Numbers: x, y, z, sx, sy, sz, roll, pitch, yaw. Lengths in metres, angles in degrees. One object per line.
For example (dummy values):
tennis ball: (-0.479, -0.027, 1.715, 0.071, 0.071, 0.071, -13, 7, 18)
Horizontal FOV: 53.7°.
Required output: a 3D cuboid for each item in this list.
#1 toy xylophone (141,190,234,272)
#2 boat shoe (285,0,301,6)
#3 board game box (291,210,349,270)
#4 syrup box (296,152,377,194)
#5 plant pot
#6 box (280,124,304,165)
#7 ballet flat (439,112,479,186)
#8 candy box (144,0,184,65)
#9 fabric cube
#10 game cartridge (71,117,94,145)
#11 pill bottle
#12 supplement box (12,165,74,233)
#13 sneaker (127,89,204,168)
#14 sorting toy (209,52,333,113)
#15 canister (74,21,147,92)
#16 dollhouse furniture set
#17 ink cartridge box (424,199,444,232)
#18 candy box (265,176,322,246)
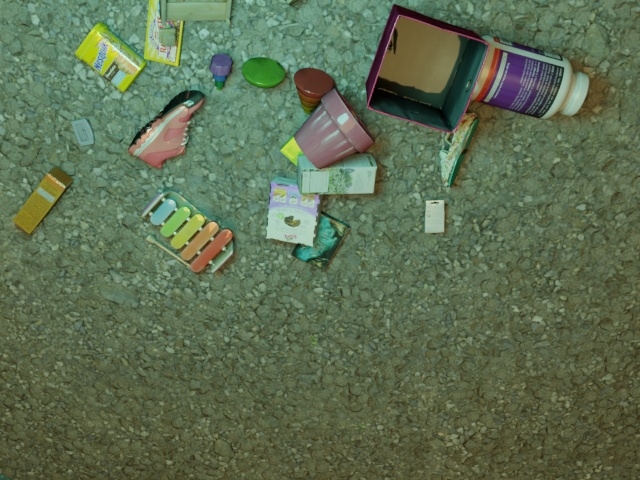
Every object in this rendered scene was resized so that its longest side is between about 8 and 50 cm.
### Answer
toy xylophone: (-0.448, -0.015, 2.110, 0.322, 0.081, 0.236, 33, 114, -12)
boat shoe: (0.021, -0.716, 1.739, 0.257, 0.095, 0.095, -34, 116, 17)
board game box: (0.000, 0.000, 2.124, 0.126, 0.026, 0.186, 26, 114, -9)
syrup box: (0.049, -0.206, 1.956, 0.237, 0.096, 0.093, -3, 126, -9)
plant pot: (0.030, -0.309, 1.836, 0.180, 0.201, 0.201, -37, 109, 12)
box: (-0.027, -0.309, 1.965, 0.109, 0.042, 0.178, 41, 110, -17)
ballet flat: (0.412, -0.284, 1.945, 0.077, 0.091, 0.241, 28, 113, 23)
candy box: (-0.452, -0.621, 1.845, 0.105, 0.027, 0.206, 13, 116, -1)
fabric cube: (0.282, -0.477, 1.749, 0.259, 0.258, 0.254, 16, 115, -5)
game cartridge: (-0.749, -0.343, 2.003, 0.056, 0.017, 0.083, -7, 116, 10)
pill bottle: (0.574, -0.452, 1.787, 0.323, 0.181, 0.181, 15, 116, -4)
supplement box: (-0.913, -0.131, 2.081, 0.080, 0.078, 0.233, 38, 111, -14)
sneaker: (-0.449, -0.340, 1.952, 0.314, 0.116, 0.136, -34, 120, 25)
sorting toy: (-0.151, -0.454, 1.883, 0.365, 0.127, 0.126, 11, 140, -4)
canister: (-0.615, -0.538, 1.870, 0.170, 0.073, 0.126, 40, 112, -17)
dollhouse furniture set: (-0.304, -0.737, 1.767, 0.303, 0.174, 0.355, -7, 147, -21)
ink cartridge box: (0.371, -0.082, 2.063, 0.063, 0.029, 0.115, -2, 115, 4)
candy box: (-0.084, -0.093, 2.042, 0.165, 0.070, 0.196, 10, 112, 6)
